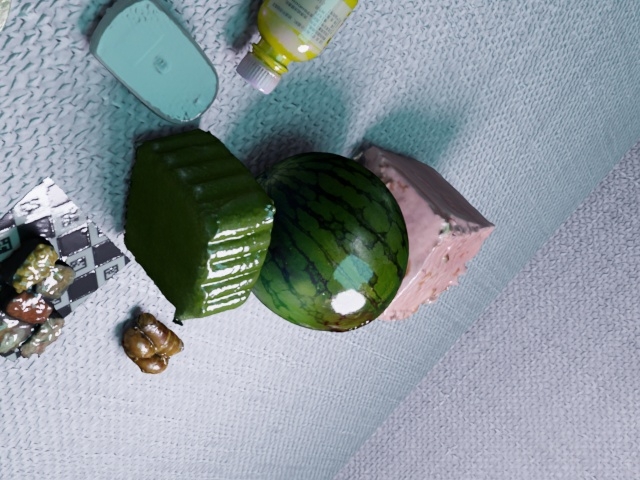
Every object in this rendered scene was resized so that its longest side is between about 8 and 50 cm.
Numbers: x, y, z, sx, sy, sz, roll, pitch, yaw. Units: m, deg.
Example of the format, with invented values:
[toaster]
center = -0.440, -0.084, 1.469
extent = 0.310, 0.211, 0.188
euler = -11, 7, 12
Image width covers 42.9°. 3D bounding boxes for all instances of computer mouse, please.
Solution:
[computer mouse]
center = -0.239, -0.262, 1.195
extent = 0.128, 0.079, 0.231
euler = -46, 135, -6

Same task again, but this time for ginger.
[ginger]
center = -0.347, 0.207, 1.633
extent = 0.103, 0.073, 0.162
euler = -53, 146, -15

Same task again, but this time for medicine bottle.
[medicine bottle]
center = -0.046, -0.336, 1.295
extent = 0.212, 0.122, 0.122
euler = -52, 150, 11

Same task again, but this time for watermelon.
[watermelon]
center = 0.000, 0.000, 1.555
extent = 0.363, 0.363, 0.363
euler = -32, 148, -23

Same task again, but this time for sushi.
[sushi]
center = -0.464, 0.079, 1.336
extent = 0.292, 0.059, 0.294
euler = -43, 150, -6

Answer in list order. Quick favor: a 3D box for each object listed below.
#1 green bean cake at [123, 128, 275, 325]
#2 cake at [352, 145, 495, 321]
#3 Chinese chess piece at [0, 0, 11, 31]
[green bean cake]
center = -0.202, -0.027, 1.344
extent = 0.156, 0.250, 0.247
euler = -17, 139, -39
[cake]
center = 0.180, -0.002, 1.829
extent = 0.307, 0.293, 0.314
euler = -54, 156, 19
[Chinese chess piece]
center = -0.440, -0.281, 0.903
extent = 0.188, 0.083, 0.188
euler = -29, 145, -23
